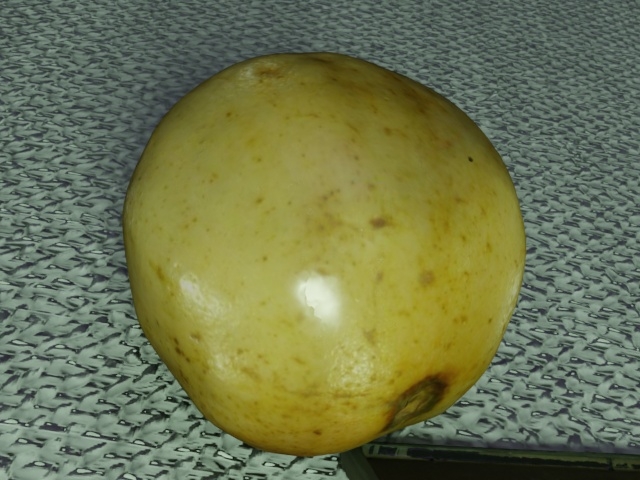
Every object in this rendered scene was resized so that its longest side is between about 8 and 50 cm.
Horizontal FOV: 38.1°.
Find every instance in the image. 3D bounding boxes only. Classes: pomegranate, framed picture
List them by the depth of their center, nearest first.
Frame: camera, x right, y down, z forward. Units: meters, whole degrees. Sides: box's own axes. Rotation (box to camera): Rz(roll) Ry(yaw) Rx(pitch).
[{"bbox_3d":[0.187,0.185,0.605,0.315,0.024,0.232,6,7,-11],"label":"framed picture"},{"bbox_3d":[0.002,0.012,0.668,0.307,0.307,0.307,9,37,-7],"label":"pomegranate"}]
